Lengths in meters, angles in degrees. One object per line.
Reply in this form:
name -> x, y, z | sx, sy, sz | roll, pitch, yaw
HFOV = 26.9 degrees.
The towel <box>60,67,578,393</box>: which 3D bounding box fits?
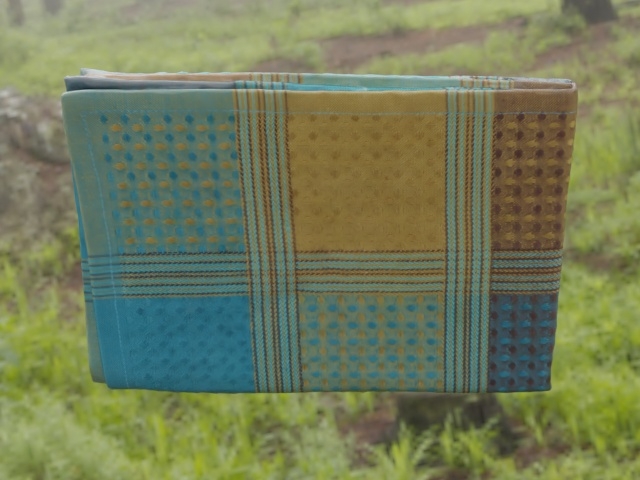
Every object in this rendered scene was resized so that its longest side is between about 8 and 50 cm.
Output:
towel -> 0.000, 0.000, 1.017 | 0.370, 0.272, 0.040 | 0, 27, -1
